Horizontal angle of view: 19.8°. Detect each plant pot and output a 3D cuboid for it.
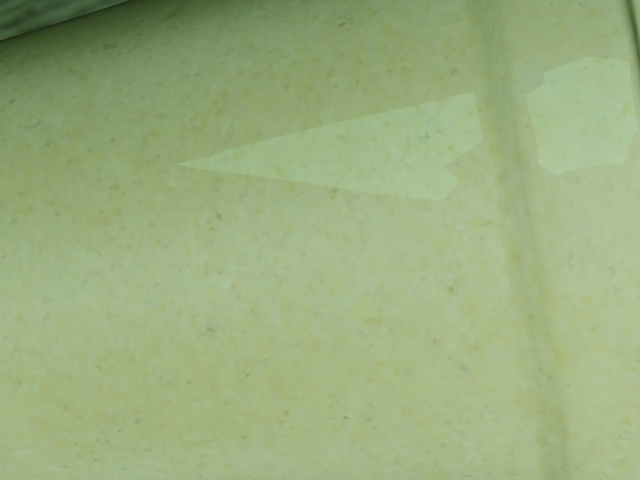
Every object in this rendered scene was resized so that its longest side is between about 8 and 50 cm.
[{"bbox_3d":[0.000,0.000,0.819,0.305,0.334,0.334,-9,62,5],"label":"plant pot"}]
